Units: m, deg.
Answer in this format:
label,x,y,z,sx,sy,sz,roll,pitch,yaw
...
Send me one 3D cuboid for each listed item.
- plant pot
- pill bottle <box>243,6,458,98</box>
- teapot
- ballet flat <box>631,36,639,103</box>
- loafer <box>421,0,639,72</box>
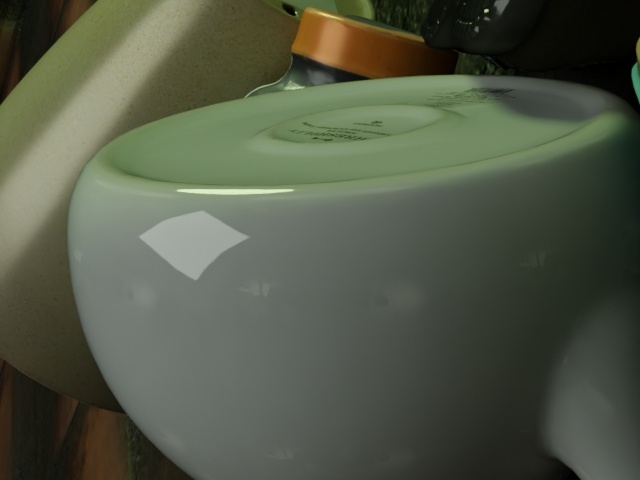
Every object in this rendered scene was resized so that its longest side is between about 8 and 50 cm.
label,x,y,z,sx,sy,sz,roll,pitch,yaw
plant pot,-0.085,-0.068,0.850,0.274,0.257,0.256,-54,31,31
pill bottle,0.000,0.000,0.711,0.130,0.131,0.245,-140,64,-67
teapot,0.020,0.041,0.532,0.256,0.253,0.187,-88,-8,-73
ballet flat,0.167,-0.001,0.374,0.073,0.080,0.232,-51,41,34
loafer,0.099,-0.108,0.595,0.220,0.078,0.080,-86,19,-72
